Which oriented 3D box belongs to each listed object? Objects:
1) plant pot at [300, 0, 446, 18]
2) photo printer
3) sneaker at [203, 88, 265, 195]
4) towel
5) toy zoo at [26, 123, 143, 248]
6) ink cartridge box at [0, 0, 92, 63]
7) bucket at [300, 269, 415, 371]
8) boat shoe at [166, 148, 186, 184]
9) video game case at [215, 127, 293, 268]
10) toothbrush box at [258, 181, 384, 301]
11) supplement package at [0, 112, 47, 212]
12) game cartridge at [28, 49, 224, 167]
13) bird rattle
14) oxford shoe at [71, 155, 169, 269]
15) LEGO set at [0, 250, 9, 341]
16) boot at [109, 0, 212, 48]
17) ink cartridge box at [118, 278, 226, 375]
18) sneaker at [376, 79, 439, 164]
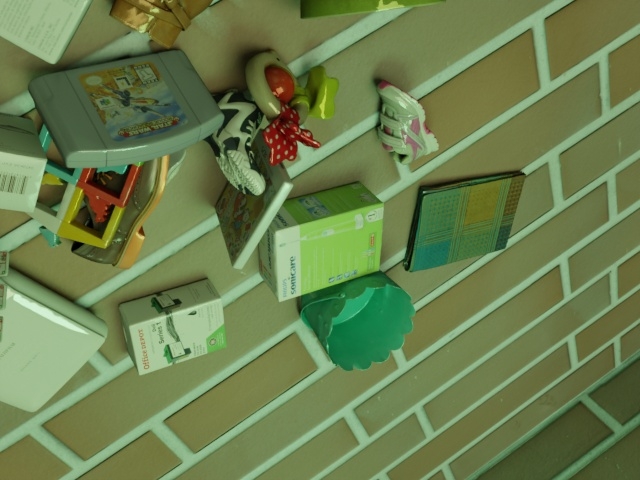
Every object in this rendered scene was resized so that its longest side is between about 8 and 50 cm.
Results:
[{"bbox_3d":[0.082,-0.571,1.220,0.275,0.275,0.293,-16,112,-22],"label":"plant pot"},{"bbox_3d":[-0.637,0.199,1.376,0.256,0.107,0.307,-45,133,1],"label":"photo printer"},{"bbox_3d":[-0.148,-0.211,1.347,0.153,0.235,0.094,-34,163,-24],"label":"sneaker"},{"bbox_3d":[0.410,-0.054,1.904,0.370,0.040,0.271,-12,127,-27],"label":"towel"},{"bbox_3d":[-0.449,-0.115,1.257,0.192,0.030,0.293,26,106,-3],"label":"toy zoo"},{"bbox_3d":[-0.499,-0.493,0.986,0.385,0.091,0.308,29,117,-24],"label":"ink cartridge box"},{"bbox_3d":[0.091,0.186,1.770,0.281,0.183,0.281,-16,127,-22],"label":"bucket"},{"bbox_3d":[-0.310,-0.152,1.394,0.100,0.035,0.035,-58,166,-2],"label":"boat shoe"},{"bbox_3d":[-0.145,-0.089,1.394,0.026,0.206,0.227,15,122,-32],"label":"video game case"},{"bbox_3d":[0.000,0.000,1.627,0.283,0.122,0.206,-17,128,-22],"label":"toothbrush box"},{"bbox_3d":[-0.546,-0.140,1.152,0.105,0.179,0.105,7,116,-35],"label":"supplement package"},{"bbox_3d":[-0.332,-0.233,1.190,0.297,0.198,0.062,-22,155,-31],"label":"game cartridge"},{"bbox_3d":[-0.080,-0.274,1.340,0.143,0.253,0.207,-26,111,38],"label":"bird rattle"},{"bbox_3d":[-0.390,-0.104,1.314,0.133,0.130,0.363,11,114,-30],"label":"oxford shoe"},{"bbox_3d":[-0.698,0.122,1.245,0.244,0.182,0.060,-7,158,-1],"label":"LEGO set"},{"bbox_3d":[-0.302,-0.478,1.140,0.220,0.109,0.283,-50,140,12],"label":"boot"},{"bbox_3d":[-0.343,0.202,1.572,0.220,0.092,0.160,-17,127,-22],"label":"ink cartridge box"},{"bbox_3d":[0.187,-0.265,1.575,0.111,0.103,0.252,-42,132,-3],"label":"sneaker"}]
